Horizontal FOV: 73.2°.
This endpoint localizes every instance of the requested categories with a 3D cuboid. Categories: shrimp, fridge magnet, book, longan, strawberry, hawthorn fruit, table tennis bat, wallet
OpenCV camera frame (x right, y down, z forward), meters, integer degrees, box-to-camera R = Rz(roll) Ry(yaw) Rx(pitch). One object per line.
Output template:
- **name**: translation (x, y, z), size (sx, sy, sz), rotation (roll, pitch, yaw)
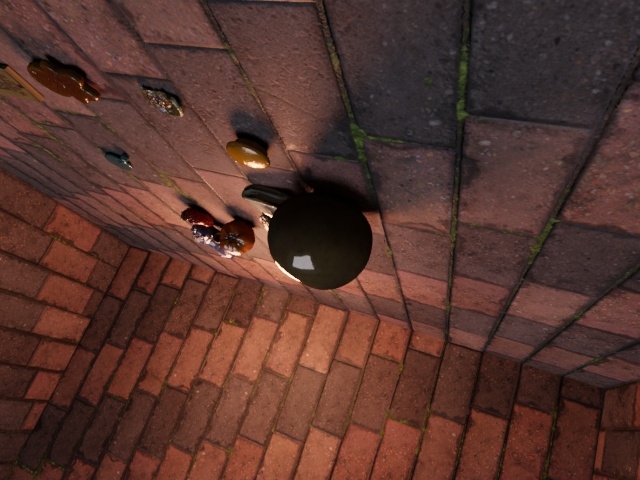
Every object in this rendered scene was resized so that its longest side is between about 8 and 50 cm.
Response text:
- **shrimp**: translation (-0.186, -0.067, 1.695), size (0.102, 0.042, 0.190), rotation (-2, 158, 21)
- **fridge magnet**: translation (-0.219, -0.264, 1.316), size (0.143, 0.062, 0.143), rotation (20, 164, 6)
- **book**: translation (-1.109, -0.558, 1.501), size (0.231, 0.026, 0.161), rotation (14, 161, 18)
- **longan**: translation (0.000, 0.000, 1.456), size (0.362, 0.360, 0.361), rotation (19, 162, 6)
- **strawberry**: translation (-0.614, -0.115, 2.175), size (0.187, 0.082, 0.147), rotation (17, -169, -41)
- **hawthorn fruit**: translation (-0.399, -0.012, 2.100), size (0.190, 0.189, 0.189), rotation (19, 162, 6)
- **table tennis bat**: translation (-0.863, -0.342, 1.860), size (0.124, 0.033, 0.201), rotation (30, 163, -32)
- **wallet**: translation (-0.147, -0.104, 1.692), size (0.224, 0.077, 0.309), rotation (14, 164, 30)

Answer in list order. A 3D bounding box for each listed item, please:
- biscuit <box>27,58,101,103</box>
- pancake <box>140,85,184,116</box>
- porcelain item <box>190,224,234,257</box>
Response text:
- **biscuit**: translation (-0.794, -0.491, 1.326), size (0.237, 0.039, 0.180), rotation (15, 164, 20)
- **pancake**: translation (-0.454, -0.399, 1.250), size (0.130, 0.022, 0.116), rotation (19, 163, 19)
- **porcelain item**: translation (-0.554, -0.012, 2.308), size (0.288, 0.137, 0.186), rotation (30, 166, -11)
